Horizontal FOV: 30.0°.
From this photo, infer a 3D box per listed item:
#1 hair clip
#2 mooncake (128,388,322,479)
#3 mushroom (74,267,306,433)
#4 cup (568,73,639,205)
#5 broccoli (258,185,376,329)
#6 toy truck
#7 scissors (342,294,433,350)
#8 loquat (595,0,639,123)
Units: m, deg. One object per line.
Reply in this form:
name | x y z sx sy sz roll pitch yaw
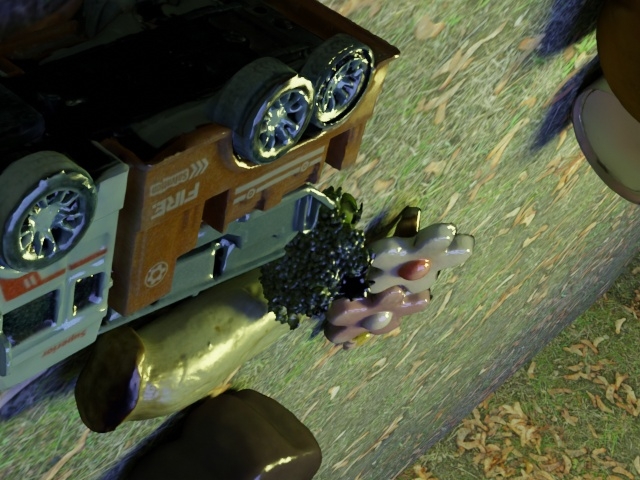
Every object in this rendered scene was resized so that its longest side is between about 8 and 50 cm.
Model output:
hair clip | 0.087 0.048 1.445 0.146 0.075 0.257 -8 143 -33
mooncake | -0.119 0.285 1.399 0.245 0.133 0.245 -41 163 -15
mushroom | -0.098 0.088 1.086 0.312 0.081 0.100 -25 158 -53
cup | 0.509 -0.190 1.646 0.274 0.253 0.253 -34 161 -16
broccoli | 0.002 -0.001 1.104 0.118 0.122 0.204 -20 -170 16
toy truck | -0.118 -0.022 0.631 0.338 0.133 0.184 -30 145 -41
scissors | 0.109 0.091 1.683 0.160 0.024 0.317 -51 163 15
loquat | 0.465 -0.231 1.350 0.276 0.284 0.276 -39 167 -11
